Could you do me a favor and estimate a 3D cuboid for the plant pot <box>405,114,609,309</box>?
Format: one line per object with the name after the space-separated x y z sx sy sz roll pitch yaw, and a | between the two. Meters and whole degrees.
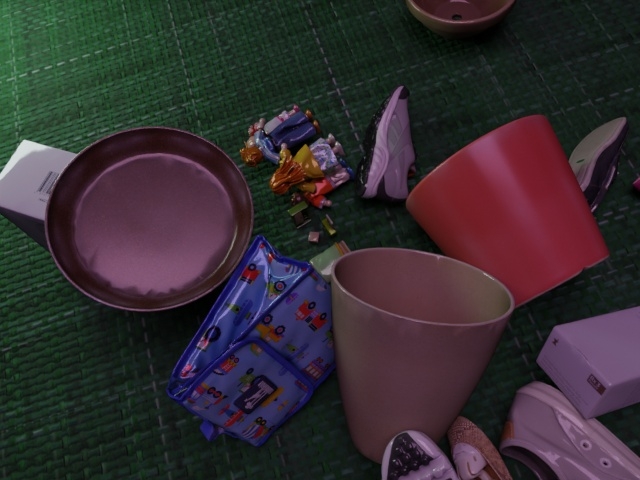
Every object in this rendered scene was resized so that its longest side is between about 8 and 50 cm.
0.316 -0.027 0.961 0.275 0.275 0.243 -28 76 -6 | plant pot

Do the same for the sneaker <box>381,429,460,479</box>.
0.170 0.384 0.803 0.110 0.118 0.292 -25 95 13 | sneaker

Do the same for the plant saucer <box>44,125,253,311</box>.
-0.262 -0.034 0.916 0.311 0.050 0.310 3 68 -8 | plant saucer

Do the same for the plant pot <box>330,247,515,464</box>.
0.123 0.183 0.864 0.257 0.256 0.273 13 110 13 | plant pot

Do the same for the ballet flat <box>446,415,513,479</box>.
0.248 0.359 0.875 0.067 0.073 0.206 -8 52 -46 | ballet flat

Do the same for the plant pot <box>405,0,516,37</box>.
0.299 -0.518 1.262 0.238 0.109 0.237 -2 66 5 | plant pot

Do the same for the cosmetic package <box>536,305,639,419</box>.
0.455 0.174 0.873 0.231 0.085 0.117 -8 40 -22 | cosmetic package

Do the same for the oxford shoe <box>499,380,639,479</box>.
0.431 0.385 0.796 0.130 0.169 0.449 -42 60 -15 | oxford shoe

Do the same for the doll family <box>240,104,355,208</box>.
-0.064 -0.174 1.141 0.163 0.118 0.263 -34 66 -9 | doll family

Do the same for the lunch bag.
-0.095 0.180 0.920 0.138 0.221 0.293 28 75 41 | lunch bag

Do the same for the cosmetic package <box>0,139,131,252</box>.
-0.427 -0.046 1.069 0.224 0.224 0.138 16 66 14 | cosmetic package

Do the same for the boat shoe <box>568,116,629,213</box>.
0.515 -0.139 1.089 0.079 0.084 0.233 45 66 -16 | boat shoe

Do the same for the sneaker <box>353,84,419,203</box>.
0.142 -0.186 1.146 0.108 0.100 0.271 19 64 -11 | sneaker

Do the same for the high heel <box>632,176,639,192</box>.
0.661 -0.178 1.075 0.117 0.082 0.244 22 82 6 | high heel

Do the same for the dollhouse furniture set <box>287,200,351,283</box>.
0.000 0.000 1.086 0.076 0.058 0.151 -31 65 -7 | dollhouse furniture set
